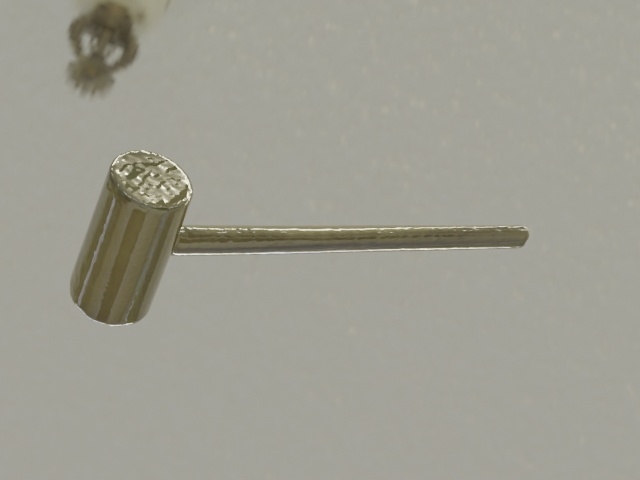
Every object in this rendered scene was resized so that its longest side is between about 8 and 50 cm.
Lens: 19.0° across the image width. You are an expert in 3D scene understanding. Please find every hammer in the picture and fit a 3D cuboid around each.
[{"bbox_3d":[0.000,0.000,0.428,0.110,0.019,0.035,0,-46,-26],"label":"hammer"}]
